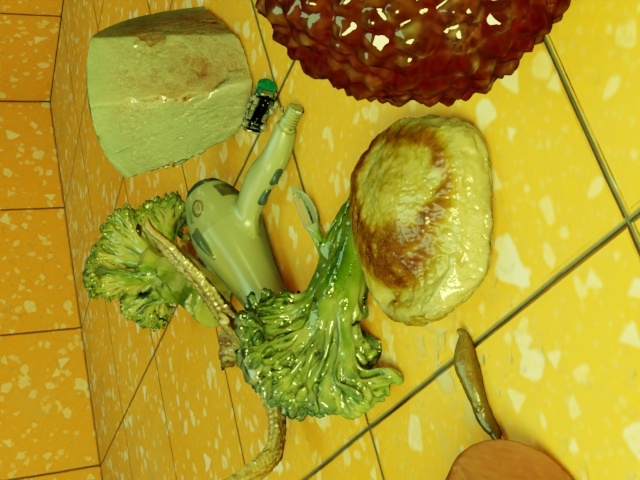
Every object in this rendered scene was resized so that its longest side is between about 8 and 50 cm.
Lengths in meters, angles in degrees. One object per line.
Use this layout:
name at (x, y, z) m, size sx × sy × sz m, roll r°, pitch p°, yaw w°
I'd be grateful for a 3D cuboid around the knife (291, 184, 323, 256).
knife at (0.000, 0.000, 1.115) m, size 0.022 × 0.026 × 0.184 m, roll 109°, pitch 144°, yaw -53°

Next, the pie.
pie at (0.092, -0.019, 0.831) m, size 0.179 × 0.084 × 0.205 m, roll 177°, pitch 92°, yaw -66°

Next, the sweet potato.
sweet potato at (0.145, 0.138, 0.811) m, size 0.026 × 0.026 × 0.115 m, roll -50°, pitch 51°, yaw 57°

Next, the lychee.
lychee at (0.068, -0.239, 0.656) m, size 0.264 × 0.264 × 0.300 m, roll 120°, pitch 164°, yaw -51°

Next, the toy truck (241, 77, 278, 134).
toy truck at (-0.090, -0.198, 1.269) m, size 0.083 × 0.039 × 0.044 m, roll 123°, pitch 153°, yaw -51°

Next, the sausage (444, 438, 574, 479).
sausage at (0.136, 0.295, 0.748) m, size 0.113 × 0.113 × 0.259 m, roll -125°, pitch 40°, yaw -50°

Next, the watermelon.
watermelon at (-0.220, -0.248, 1.392) m, size 0.387 × 0.258 × 0.228 m, roll -55°, pitch -36°, yaw -54°

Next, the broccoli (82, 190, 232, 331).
broccoli at (-0.287, 0.084, 1.592) m, size 0.252 × 0.221 × 0.361 m, roll -48°, pitch 39°, yaw 9°

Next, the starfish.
starfish at (-0.139, 0.168, 1.241) m, size 0.398 × 0.132 × 0.384 m, roll -115°, pitch -1°, yaw -52°

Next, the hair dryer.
hair dryer at (-0.077, 0.001, 1.223) m, size 0.298 × 0.119 × 0.296 m, roll -37°, pitch 66°, yaw 47°

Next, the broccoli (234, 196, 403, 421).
broccoli at (0.016, 0.092, 0.967) m, size 0.275 × 0.177 × 0.199 m, roll -51°, pitch 48°, yaw 33°
